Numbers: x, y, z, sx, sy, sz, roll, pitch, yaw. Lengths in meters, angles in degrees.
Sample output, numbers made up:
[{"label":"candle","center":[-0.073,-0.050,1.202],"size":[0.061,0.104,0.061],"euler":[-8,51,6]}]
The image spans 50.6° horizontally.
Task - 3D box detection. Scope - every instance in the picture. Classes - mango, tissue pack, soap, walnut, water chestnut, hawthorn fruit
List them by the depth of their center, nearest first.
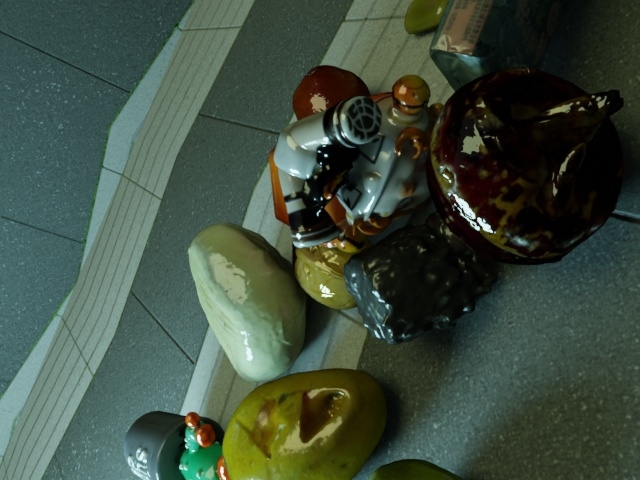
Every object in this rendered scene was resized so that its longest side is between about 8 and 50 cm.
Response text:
[{"label":"water chestnut","center":[0.292,-0.121,0.934],"size":[0.300,0.300,0.300],"euler":[-31,48,42]},{"label":"tissue pack","center":[0.300,-0.374,1.071],"size":[0.103,0.228,0.316],"euler":[17,81,37]},{"label":"mango","center":[-0.026,0.354,1.236],"size":[0.365,0.182,0.253],"euler":[-32,44,26]},{"label":"walnut","center":[0.031,0.050,1.329],"size":[0.206,0.159,0.159],"euler":[33,99,48]},{"label":"soap","center":[0.236,-0.492,1.454],"size":[0.140,0.045,0.089],"euler":[3,71,56]},{"label":"hawthorn fruit","center":[0.032,-0.284,1.505],"size":[0.185,0.185,0.202],"euler":[-49,41,25]}]

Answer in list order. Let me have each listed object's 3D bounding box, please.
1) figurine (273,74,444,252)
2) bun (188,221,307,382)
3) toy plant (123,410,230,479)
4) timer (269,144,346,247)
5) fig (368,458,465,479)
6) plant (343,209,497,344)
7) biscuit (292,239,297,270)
[{"label":"figurine","center":[0.087,-0.133,1.089],"size":[0.196,0.323,0.320],"euler":[46,128,30]},{"label":"bun","center":[-0.145,0.119,1.474],"size":[0.361,0.213,0.361],"euler":[55,159,33]},{"label":"toy plant","center":[-0.268,0.495,1.478],"size":[0.400,0.185,0.279],"euler":[2,85,46]},{"label":"timer","center":[0.054,-0.122,1.342],"size":[0.257,0.250,0.161],"euler":[29,131,56]},{"label":"fig","center":[0.167,0.412,0.962],"size":[0.233,0.167,0.167],"euler":[18,85,19]},{"label":"plant","center":[0.163,0.058,1.107],"size":[0.234,0.204,0.178],"euler":[-29,8,-18]},{"label":"biscuit","center":[0.000,0.000,1.501],"size":[0.192,0.049,0.192],"euler":[-26,52,39]}]
